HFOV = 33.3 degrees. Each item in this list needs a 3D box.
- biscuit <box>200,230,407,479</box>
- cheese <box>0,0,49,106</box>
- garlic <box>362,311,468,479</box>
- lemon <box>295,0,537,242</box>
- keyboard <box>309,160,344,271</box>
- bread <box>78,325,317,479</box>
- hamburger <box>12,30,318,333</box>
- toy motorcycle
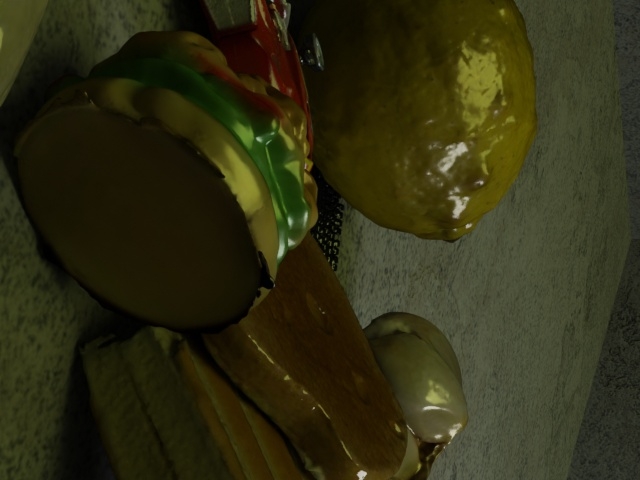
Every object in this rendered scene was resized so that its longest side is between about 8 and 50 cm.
[{"bbox_3d":[-0.034,0.083,0.993,0.344,0.057,0.287,62,17,5],"label":"biscuit"},{"bbox_3d":[-0.216,-0.222,0.643,0.351,0.129,0.328,-37,127,-54],"label":"cheese"},{"bbox_3d":[0.051,0.203,1.273,0.203,0.184,0.281,48,71,-26],"label":"garlic"},{"bbox_3d":[0.103,-0.156,1.173,0.285,0.285,0.316,-20,129,-62],"label":"lemon"},{"bbox_3d":[0.001,0.000,1.273,0.072,0.023,0.231,3,94,-62],"label":"keyboard"},{"bbox_3d":[-0.082,0.195,0.938,0.246,0.111,0.239,63,11,22],"label":"bread"},{"bbox_3d":[-0.109,-0.055,0.816,0.149,0.237,0.237,-57,144,-41],"label":"hamburger"},{"bbox_3d":[-0.055,-0.148,0.983,0.171,0.089,0.298,-13,91,-72],"label":"toy motorcycle"}]
